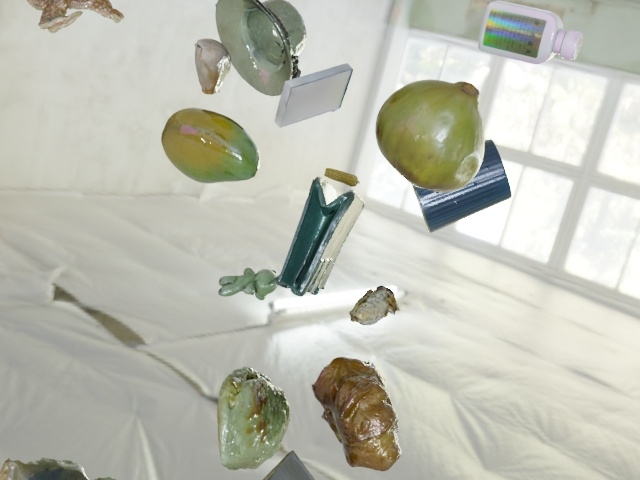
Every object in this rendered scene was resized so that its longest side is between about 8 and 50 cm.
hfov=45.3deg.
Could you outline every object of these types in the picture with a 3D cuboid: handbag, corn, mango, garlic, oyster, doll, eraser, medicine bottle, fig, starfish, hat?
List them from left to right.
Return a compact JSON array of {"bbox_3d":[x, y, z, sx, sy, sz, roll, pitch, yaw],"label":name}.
[{"bbox_3d":[-0.364,-0.354,1.129,0.209,0.150,0.053,25,156,26],"label":"starfish"},{"bbox_3d":[-0.215,-0.178,1.482,0.114,0.157,0.251,-29,-151,-29],"label":"mango"},{"bbox_3d":[-0.213,-0.356,1.523,0.066,0.152,0.084,4,-126,0],"label":"garlic"},{"bbox_3d":[-0.177,0.111,1.897,0.150,0.078,0.115,-4,-156,-1],"label":"doll"},{"bbox_3d":[-0.106,-0.464,1.712,0.130,0.257,0.257,-37,-139,-25],"label":"hat"},{"bbox_3d":[-0.013,-0.273,1.449,0.150,0.104,0.023,-24,-118,-31],"label":"eraser"},{"bbox_3d":[0.000,-0.001,1.597,0.089,0.239,0.326,25,-179,7],"label":"handbag"},{"bbox_3d":[0.048,-0.139,1.703,0.083,0.028,0.027,18,-168,3],"label":"corn"},{"bbox_3d":[0.098,0.131,1.541,0.132,0.086,0.029,-16,-146,32],"label":"oyster"},{"bbox_3d":[0.130,-0.120,0.898,0.136,0.121,0.153,35,172,-13],"label":"fig"},{"bbox_3d":[0.470,-0.459,1.716,0.219,0.115,0.078,21,-154,22],"label":"medicine bottle"}]

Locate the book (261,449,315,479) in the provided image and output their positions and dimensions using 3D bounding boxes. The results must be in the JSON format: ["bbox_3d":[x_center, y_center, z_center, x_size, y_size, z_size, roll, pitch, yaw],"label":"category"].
[{"bbox_3d":[-0.011,0.467,1.243,0.228,0.024,0.160,52,-156,5],"label":"book"}]

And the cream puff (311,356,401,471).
[{"bbox_3d":[0.086,0.368,1.679,0.154,0.241,0.269,-23,-135,-16],"label":"cream puff"}]

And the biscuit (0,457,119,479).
[{"bbox_3d":[-0.659,0.681,1.981,0.334,0.330,0.078,-18,-174,-31],"label":"biscuit"}]

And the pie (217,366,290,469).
[{"bbox_3d":[-0.131,0.354,1.523,0.089,0.201,0.248,-1,165,23],"label":"pie"}]

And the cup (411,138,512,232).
[{"bbox_3d":[0.234,-0.117,1.330,0.155,0.177,0.131,-18,161,10],"label":"cup"}]
